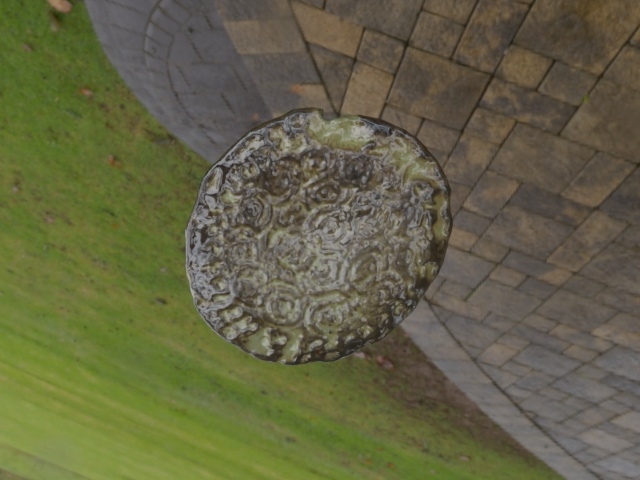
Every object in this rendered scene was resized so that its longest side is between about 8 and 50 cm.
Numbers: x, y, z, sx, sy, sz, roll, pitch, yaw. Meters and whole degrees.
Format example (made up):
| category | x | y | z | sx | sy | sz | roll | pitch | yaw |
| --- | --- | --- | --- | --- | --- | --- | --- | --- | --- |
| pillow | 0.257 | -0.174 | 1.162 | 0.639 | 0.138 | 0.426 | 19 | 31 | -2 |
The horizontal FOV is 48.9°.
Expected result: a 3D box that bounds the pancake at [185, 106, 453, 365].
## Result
| category | x | y | z | sx | sy | sz | roll | pitch | yaw |
| --- | --- | --- | --- | --- | --- | --- | --- | --- | --- |
| pancake | 0.000 | 0.000 | 0.497 | 0.199 | 0.199 | 0.021 | 33 | -172 | -21 |
